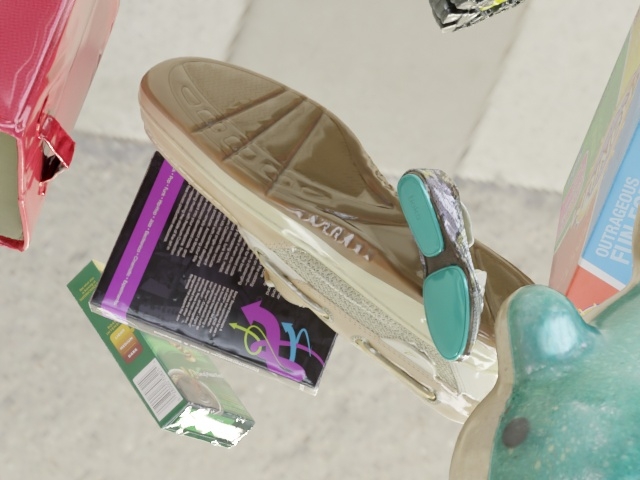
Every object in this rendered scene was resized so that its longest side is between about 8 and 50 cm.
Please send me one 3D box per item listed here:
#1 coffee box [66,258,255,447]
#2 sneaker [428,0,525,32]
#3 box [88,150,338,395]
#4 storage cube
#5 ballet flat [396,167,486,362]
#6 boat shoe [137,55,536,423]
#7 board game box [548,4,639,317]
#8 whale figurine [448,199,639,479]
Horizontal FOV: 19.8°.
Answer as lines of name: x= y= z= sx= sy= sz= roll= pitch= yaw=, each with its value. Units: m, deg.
coffee box: x=-0.145 y=0.102 z=1.658 sx=0.040 sy=0.184 sz=0.113 roll=-46 pitch=147 yaw=12
sneaker: x=0.202 y=-0.299 z=1.587 sx=0.343 sy=0.146 sz=0.134 roll=-24 pitch=174 yaw=-41
box: x=-0.057 y=0.022 z=1.224 sx=0.029 sy=0.162 sz=0.116 roll=97 pitch=15 yaw=-72
storage cube: x=-0.232 y=-0.134 z=1.108 sx=0.183 sy=0.215 sz=0.193 roll=109 pitch=-2 yaw=-67
ballet flat: x=0.076 y=0.012 z=1.054 sx=0.041 sy=0.041 sz=0.114 roll=-10 pitch=83 yaw=-38
boat shoe: x=0.000 y=0.000 z=1.143 sx=0.109 sy=0.302 sz=0.098 roll=-41 pitch=163 yaw=-48
board game box: x=0.246 y=-0.066 z=1.402 sx=0.316 sy=0.064 sz=0.242 roll=-67 pitch=176 yaw=-63
whale figurine: x=0.176 y=0.091 z=0.895 sx=0.216 sy=0.141 sz=0.272 roll=45 pitch=55 yaw=-23
